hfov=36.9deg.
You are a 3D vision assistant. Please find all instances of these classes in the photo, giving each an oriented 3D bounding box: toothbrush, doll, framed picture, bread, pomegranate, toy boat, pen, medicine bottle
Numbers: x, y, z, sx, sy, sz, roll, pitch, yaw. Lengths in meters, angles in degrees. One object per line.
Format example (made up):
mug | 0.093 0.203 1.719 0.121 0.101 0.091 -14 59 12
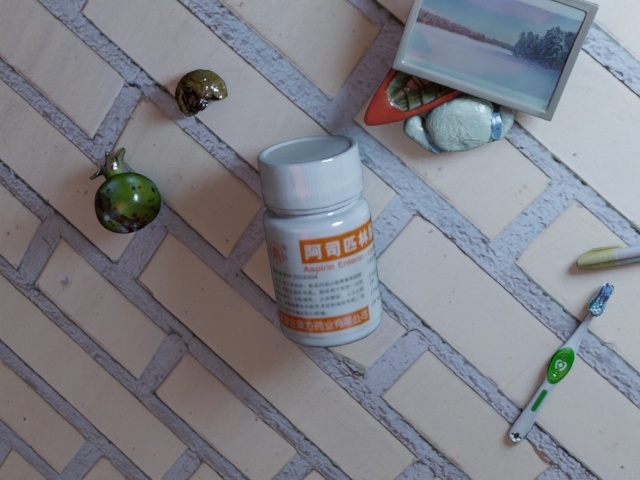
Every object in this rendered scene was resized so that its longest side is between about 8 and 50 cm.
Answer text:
toothbrush | 0.458 0.244 1.845 0.042 0.040 0.418 28 125 10
doll | 0.252 -0.208 1.711 0.214 0.071 0.104 -13 108 23
framed picture | 0.285 -0.337 1.595 0.289 0.016 0.213 20 122 5
bread | -0.246 -0.297 1.913 0.113 0.060 0.082 -27 102 33
pomegranate | -0.425 -0.095 2.045 0.169 0.148 0.148 46 123 8
toy boat | 0.230 -0.323 1.668 0.392 0.079 0.136 -35 97 31
pen | 0.567 0.018 1.694 0.233 0.032 0.040 -13 83 27
medicine bottle | 0.000 0.000 1.841 0.211 0.211 0.372 2 113 24
